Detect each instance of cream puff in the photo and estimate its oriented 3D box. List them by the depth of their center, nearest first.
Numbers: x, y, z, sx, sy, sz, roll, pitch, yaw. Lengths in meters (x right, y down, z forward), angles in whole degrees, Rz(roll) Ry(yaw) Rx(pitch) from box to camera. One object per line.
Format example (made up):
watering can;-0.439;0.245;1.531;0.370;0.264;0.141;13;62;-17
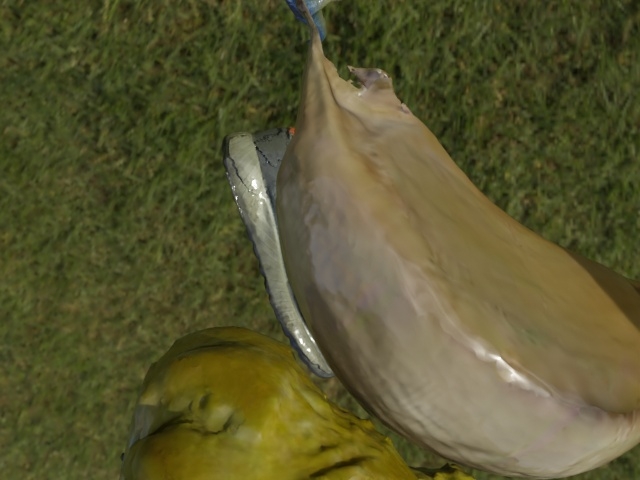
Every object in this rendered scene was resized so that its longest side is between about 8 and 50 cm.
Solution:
cream puff;-0.005;0.219;0.618;0.270;0.323;0.274;7;164;-8

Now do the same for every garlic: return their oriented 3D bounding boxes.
garlic;0.069;0.022;0.639;0.338;0.196;0.151;36;145;-16

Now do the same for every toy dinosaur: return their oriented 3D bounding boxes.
toy dinosaur;-0.051;-0.358;1.576;0.075;0.188;0.247;44;151;26

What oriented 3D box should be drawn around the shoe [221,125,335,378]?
shoe;0.000;0.000;1.344;0.171;0.132;0.336;-20;87;-1
